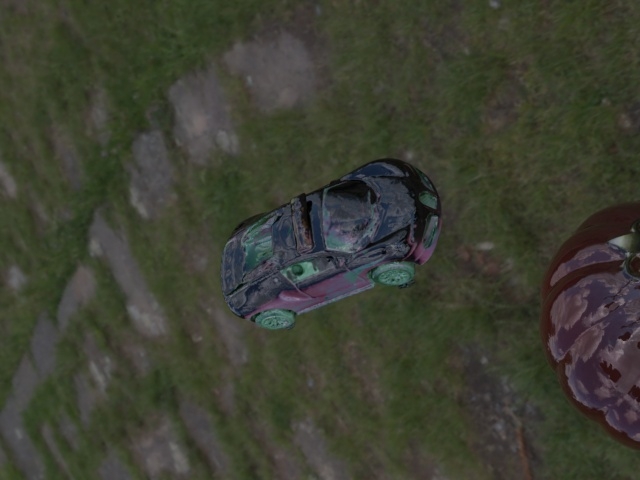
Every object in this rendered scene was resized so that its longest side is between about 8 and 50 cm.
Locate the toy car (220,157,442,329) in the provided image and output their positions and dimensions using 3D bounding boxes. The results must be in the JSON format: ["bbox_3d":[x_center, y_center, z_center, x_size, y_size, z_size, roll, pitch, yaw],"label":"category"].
[{"bbox_3d":[0.000,0.000,0.519,0.142,0.055,0.069,-23,55,31],"label":"toy car"}]

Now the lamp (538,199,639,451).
[{"bbox_3d":[0.392,0.092,1.022,0.303,0.303,0.257,46,151,23],"label":"lamp"}]
